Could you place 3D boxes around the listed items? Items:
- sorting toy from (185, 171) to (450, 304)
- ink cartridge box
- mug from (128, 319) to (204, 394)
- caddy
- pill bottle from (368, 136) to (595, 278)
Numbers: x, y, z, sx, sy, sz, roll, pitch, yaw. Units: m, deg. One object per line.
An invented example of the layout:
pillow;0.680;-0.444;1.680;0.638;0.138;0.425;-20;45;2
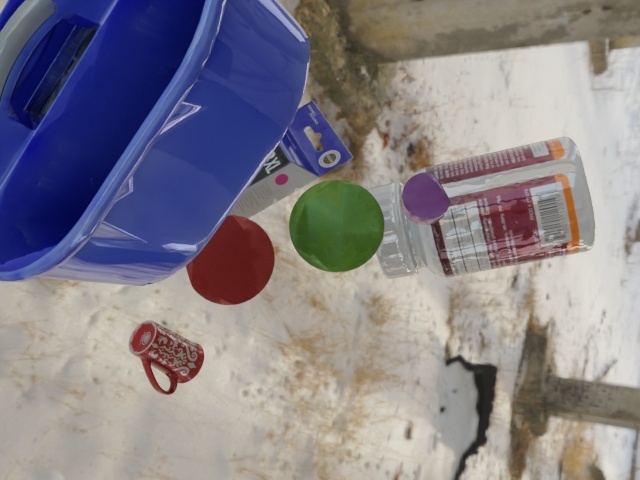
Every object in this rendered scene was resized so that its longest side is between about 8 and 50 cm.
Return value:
sorting toy;0.000;0.000;0.930;0.126;0.365;0.127;82;-11;-77
ink cartridge box;-0.149;-0.102;1.032;0.176;0.371;0.069;61;-2;42
mug;-0.382;0.287;1.640;0.169;0.113;0.150;46;18;-44
caddy;-0.174;-0.119;0.527;0.341;0.241;0.179;-53;146;12
pill bottle;0.302;-0.050;1.279;0.224;0.392;0.224;-11;90;-75
